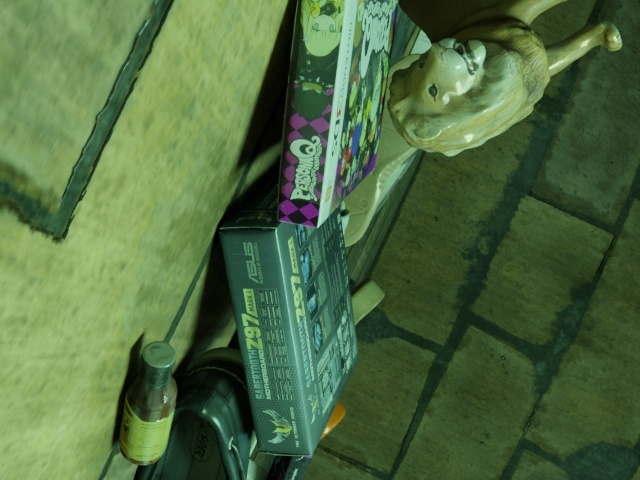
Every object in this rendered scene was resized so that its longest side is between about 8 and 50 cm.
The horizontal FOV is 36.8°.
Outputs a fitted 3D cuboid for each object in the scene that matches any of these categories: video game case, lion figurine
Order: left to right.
[{"bbox_3d":[0.021,-0.141,0.829,0.232,0.042,0.210,-47,147,-69],"label":"video game case"},{"bbox_3d":[0.159,-0.245,1.035,0.142,0.240,0.392,59,10,-35],"label":"lion figurine"}]

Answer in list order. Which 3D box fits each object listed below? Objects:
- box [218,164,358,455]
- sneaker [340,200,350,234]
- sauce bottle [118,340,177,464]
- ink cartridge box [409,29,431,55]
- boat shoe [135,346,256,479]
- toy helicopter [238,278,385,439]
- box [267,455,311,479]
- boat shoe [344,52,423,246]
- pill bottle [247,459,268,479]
[{"bbox_3d":[-0.023,0.059,0.922,0.183,0.059,0.232,-57,142,-61],"label":"box"},{"bbox_3d":[0.000,0.000,1.174,0.232,0.090,0.115,97,16,-72],"label":"sneaker"},{"bbox_3d":[-0.135,0.128,0.762,0.042,0.042,0.128,-58,169,-48],"label":"sauce bottle"},{"bbox_3d":[0.214,-0.354,1.699,0.275,0.060,0.238,-25,138,-79],"label":"ink cartridge box"},{"bbox_3d":[-0.132,0.275,0.947,0.113,0.127,0.340,-46,158,-67],"label":"boat shoe"},{"bbox_3d":[-0.025,0.162,1.288,0.235,0.140,0.355,-41,180,42],"label":"toy helicopter"},{"bbox_3d":[-0.045,0.308,1.293,0.116,0.029,0.162,-102,-150,-74],"label":"box"},{"bbox_3d":[0.078,-0.125,1.306,0.285,0.103,0.092,-63,179,17],"label":"boat shoe"},{"bbox_3d":[-0.145,0.378,1.291,0.108,0.108,0.180,102,13,-63],"label":"pill bottle"}]
